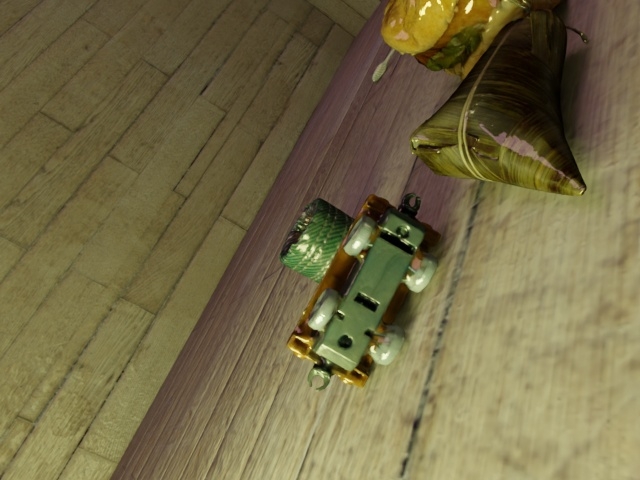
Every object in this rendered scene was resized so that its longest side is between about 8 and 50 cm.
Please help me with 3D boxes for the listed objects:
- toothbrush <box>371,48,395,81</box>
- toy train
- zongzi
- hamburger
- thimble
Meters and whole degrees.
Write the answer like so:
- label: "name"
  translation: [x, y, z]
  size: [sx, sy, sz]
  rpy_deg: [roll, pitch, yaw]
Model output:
- label: "toothbrush"
  translation: [0.257, -0.618, 1.313]
  size: [0.375, 0.028, 0.037]
  rpy_deg: [-56, 6, 12]
- label: "toy train"
  translation: [0.044, 0.050, 0.476]
  size: [0.219, 0.089, 0.127]
  rpy_deg: [-61, 3, -11]
- label: "zongzi"
  translation: [0.189, -0.124, 0.381]
  size: [0.187, 0.084, 0.184]
  rpy_deg: [-54, 27, -1]
- label: "hamburger"
  translation: [0.188, -0.322, 0.621]
  size: [0.209, 0.162, 0.329]
  rpy_deg: [-44, 21, 53]
- label: "thimble"
  translation: [-0.001, 0.002, 0.720]
  size: [0.118, 0.090, 0.135]
  rpy_deg: [-56, 13, 6]
